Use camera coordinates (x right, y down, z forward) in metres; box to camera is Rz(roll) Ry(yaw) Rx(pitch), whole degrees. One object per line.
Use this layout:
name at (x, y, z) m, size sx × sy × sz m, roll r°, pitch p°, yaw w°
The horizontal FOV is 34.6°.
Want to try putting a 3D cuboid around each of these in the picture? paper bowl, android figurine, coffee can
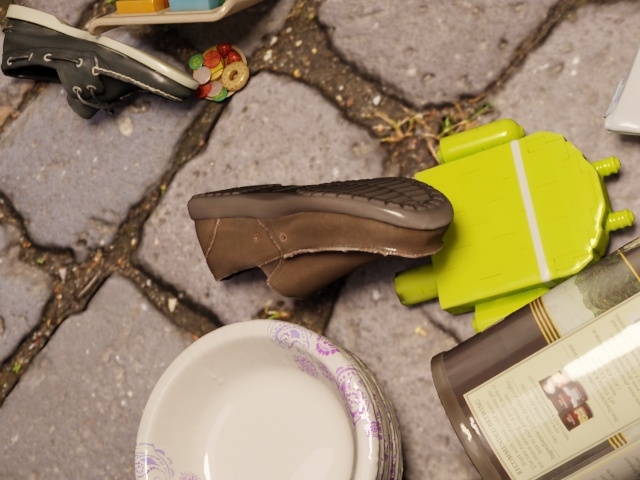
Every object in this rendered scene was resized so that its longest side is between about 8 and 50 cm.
paper bowl at (-0.048, 0.236, 1.131) m, size 0.284 × 0.148 × 0.284 m, roll -6°, pitch 74°, yaw 22°
android figurine at (0.205, -0.019, 1.140) m, size 0.273 × 0.056 × 0.248 m, roll -19°, pitch 68°, yaw 21°
coffee can at (0.275, 0.131, 0.990) m, size 0.275 × 0.201 × 0.201 m, roll -32°, pitch 66°, yaw 12°

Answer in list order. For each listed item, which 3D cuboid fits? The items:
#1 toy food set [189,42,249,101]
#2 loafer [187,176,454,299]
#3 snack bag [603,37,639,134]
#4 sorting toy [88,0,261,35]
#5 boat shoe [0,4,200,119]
toy food set at (-0.135, -0.223, 1.363) m, size 0.083 × 0.020 × 0.083 m, roll -28°, pitch 67°, yaw 15°
loafer at (0.000, 0.000, 1.176) m, size 0.366 × 0.134 × 0.130 m, roll 2°, pitch 101°, yaw 45°
snack bag at (0.491, -0.233, 1.042) m, size 0.343 × 0.037 × 0.323 m, roll 13°, pitch 74°, yaw 34°
sorting toy at (-0.167, -0.308, 1.316) m, size 0.208 × 0.193 × 0.038 m, roll -2°, pitch 112°, yaw 25°
boat shoe at (-0.312, -0.222, 1.382) m, size 0.340 × 0.127 × 0.113 m, roll 23°, pitch 91°, yaw 24°
